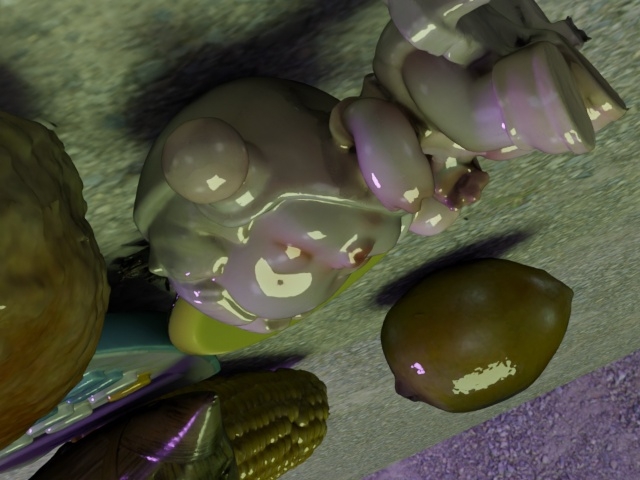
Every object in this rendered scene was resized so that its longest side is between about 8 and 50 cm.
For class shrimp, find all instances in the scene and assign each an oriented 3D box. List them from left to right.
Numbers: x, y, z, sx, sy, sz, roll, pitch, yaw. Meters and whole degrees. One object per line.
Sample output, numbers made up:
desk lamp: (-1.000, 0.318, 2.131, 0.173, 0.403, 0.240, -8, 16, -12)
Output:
shrimp: (-0.099, 0.017, 0.790, 0.038, 0.029, 0.092, -27, 160, 38)

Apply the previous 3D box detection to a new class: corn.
corn: (-0.109, 0.193, 1.131, 0.130, 0.130, 0.347, -35, 164, 32)

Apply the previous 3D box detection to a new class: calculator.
calculator: (-0.212, 0.116, 0.816, 0.256, 0.054, 0.386, -26, 173, 8)

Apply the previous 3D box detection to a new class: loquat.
loquat: (0.151, 0.088, 1.150, 0.195, 0.152, 0.152, -32, 163, 0)

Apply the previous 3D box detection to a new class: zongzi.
zongzi: (-0.160, 0.180, 0.887, 0.205, 0.094, 0.204, -23, 166, -12)

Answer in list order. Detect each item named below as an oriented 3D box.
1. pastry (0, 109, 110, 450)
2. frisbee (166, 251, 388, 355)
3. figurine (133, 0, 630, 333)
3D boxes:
pastry: (-0.240, 0.046, 0.489, 0.330, 0.136, 0.329, -20, 164, -6)
frisbee: (0.000, 0.000, 0.786, 0.236, 0.017, 0.236, -35, 162, -14)
figurine: (-0.002, -0.044, 0.574, 0.257, 0.144, 0.182, -35, 180, 27)
